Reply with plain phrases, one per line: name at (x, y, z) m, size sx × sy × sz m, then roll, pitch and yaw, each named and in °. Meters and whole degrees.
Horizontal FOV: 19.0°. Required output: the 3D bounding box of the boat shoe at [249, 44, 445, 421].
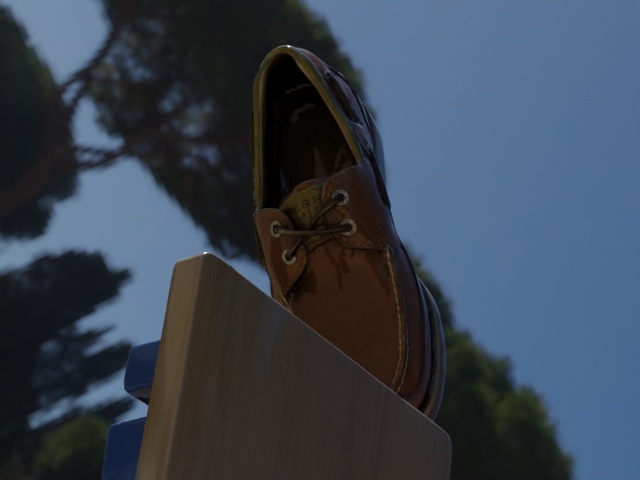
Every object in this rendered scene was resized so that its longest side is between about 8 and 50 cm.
boat shoe at (0.000, 0.000, 1.283) m, size 0.104 × 0.111 × 0.307 m, roll 56°, pitch 14°, yaw -48°

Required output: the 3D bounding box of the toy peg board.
toy peg board at (-0.033, 0.117, 0.695) m, size 0.079 × 0.161 × 0.160 m, roll -16°, pitch -39°, yaw 33°
